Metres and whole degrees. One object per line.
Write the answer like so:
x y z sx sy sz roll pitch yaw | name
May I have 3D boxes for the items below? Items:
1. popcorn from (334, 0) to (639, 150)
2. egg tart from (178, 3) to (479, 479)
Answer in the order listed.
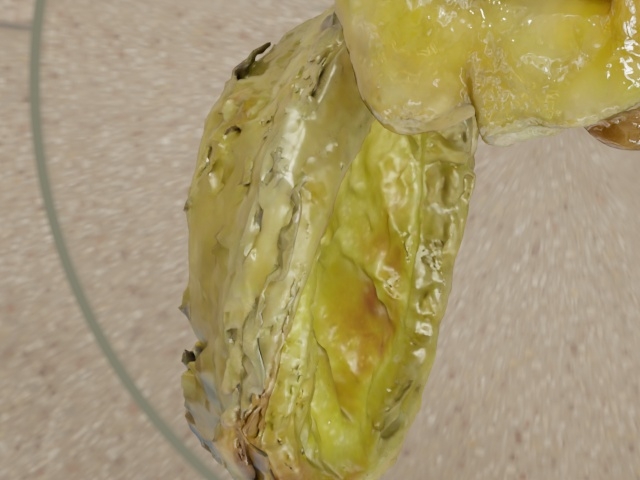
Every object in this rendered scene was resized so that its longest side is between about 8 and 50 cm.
0.092 -0.149 0.692 0.191 0.190 0.253 -11 55 -10 | popcorn
0.000 0.000 0.878 0.095 0.279 0.279 13 96 18 | egg tart
